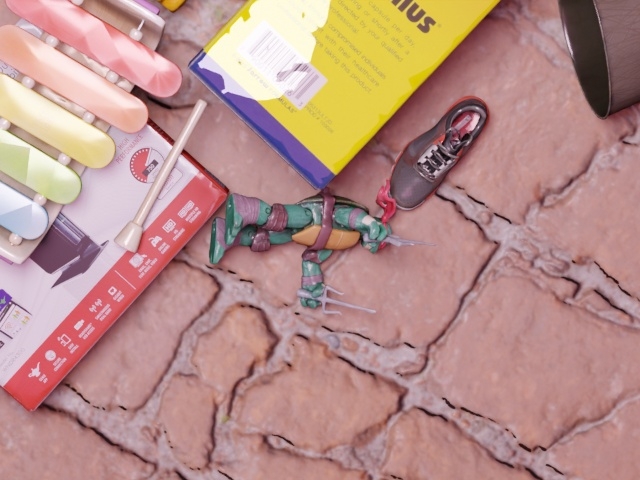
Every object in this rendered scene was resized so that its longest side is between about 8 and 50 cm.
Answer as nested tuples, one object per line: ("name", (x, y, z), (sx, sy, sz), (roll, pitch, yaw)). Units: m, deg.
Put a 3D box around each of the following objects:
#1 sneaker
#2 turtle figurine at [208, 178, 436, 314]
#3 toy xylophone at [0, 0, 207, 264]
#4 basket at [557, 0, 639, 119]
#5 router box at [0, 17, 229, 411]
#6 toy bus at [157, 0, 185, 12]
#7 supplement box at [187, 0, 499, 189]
("sneaker", (0.133, -0.101, 1.695), (0.061, 0.065, 0.158), (37, 94, -5))
("turtle figurine", (0.000, 0.000, 1.683), (0.234, 0.118, 0.175), (7, 140, -15))
("toy xylophone", (-0.260, -0.122, 1.589), (0.236, 0.081, 0.323), (23, 96, -5))
("basket", (0.395, -0.262, 1.647), (0.227, 0.154, 0.204), (-16, 95, -4))
("router box", (-0.324, -0.031, 1.681), (0.301, 0.082, 0.335), (42, 94, -6))
("toy bus", (-0.065, -0.383, 1.636), (0.130, 0.108, 0.333), (39, 94, -7))
("supplement box", (0.049, -0.251, 1.610), (0.195, 0.194, 0.356), (43, 94, -6))
